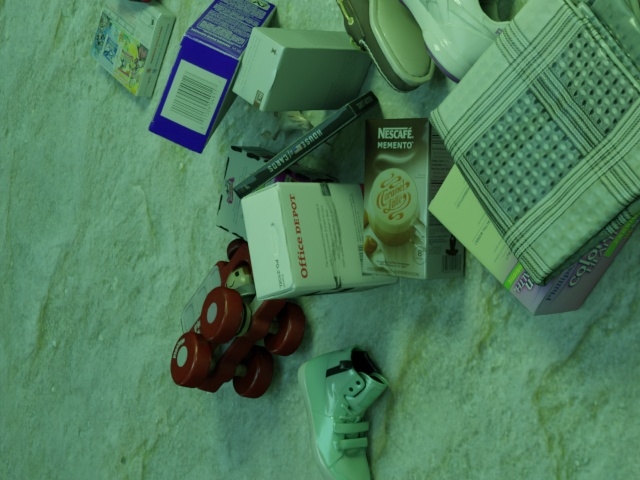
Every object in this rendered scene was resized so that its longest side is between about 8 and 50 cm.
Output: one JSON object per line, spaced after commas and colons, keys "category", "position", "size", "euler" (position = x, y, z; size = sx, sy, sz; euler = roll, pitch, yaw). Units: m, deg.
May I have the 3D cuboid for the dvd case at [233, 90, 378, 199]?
{"category": "dvd case", "position": [-0.021, -0.158, 1.831], "size": [0.238, 0.179, 0.029], "euler": [-35, 94, 20]}

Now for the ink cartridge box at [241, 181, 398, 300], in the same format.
{"category": "ink cartridge box", "position": [0.000, 0.000, 1.814], "size": [0.100, 0.237, 0.172], "euler": [-18, 79, 45]}

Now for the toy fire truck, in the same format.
{"category": "toy fire truck", "position": [-0.166, 0.131, 2.067], "size": [0.302, 0.169, 0.254], "euler": [-54, 37, 32]}

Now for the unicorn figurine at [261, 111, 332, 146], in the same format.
{"category": "unicorn figurine", "position": [-0.057, -0.220, 1.992], "size": [0.111, 0.060, 0.162], "euler": [-28, 72, 44]}

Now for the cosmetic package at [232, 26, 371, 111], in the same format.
{"category": "cosmetic package", "position": [-0.025, -0.279, 1.830], "size": [0.085, 0.231, 0.117], "euler": [37, 117, 32]}

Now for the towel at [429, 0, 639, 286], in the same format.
{"category": "towel", "position": [0.310, -0.150, 1.449], "size": [0.324, 0.056, 0.312], "euler": [-46, 59, 32]}

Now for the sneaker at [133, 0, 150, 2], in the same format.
{"category": "sneaker", "position": [-0.337, -0.624, 2.245], "size": [0.112, 0.121, 0.299], "euler": [25, 103, 6]}

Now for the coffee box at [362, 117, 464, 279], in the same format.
{"category": "coffee box", "position": [0.147, -0.067, 1.758], "size": [0.141, 0.098, 0.246], "euler": [4, 95, 46]}

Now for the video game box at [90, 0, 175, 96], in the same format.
{"category": "video game box", "position": [-0.396, -0.428, 2.348], "size": [0.205, 0.048, 0.187], "euler": [42, 118, 37]}

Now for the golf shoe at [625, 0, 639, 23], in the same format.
{"category": "golf shoe", "position": [0.340, -0.356, 1.515], "size": [0.115, 0.140, 0.306], "euler": [-25, 75, 42]}

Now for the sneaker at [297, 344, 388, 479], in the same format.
{"category": "sneaker", "position": [0.056, 0.302, 1.875], "size": [0.151, 0.094, 0.256], "euler": [-31, 71, 39]}

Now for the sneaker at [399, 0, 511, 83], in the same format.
{"category": "sneaker", "position": [0.195, -0.387, 1.706], "size": [0.152, 0.114, 0.305], "euler": [-39, 68, 25]}

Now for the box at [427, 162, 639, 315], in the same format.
{"category": "box", "position": [0.308, -0.055, 1.578], "size": [0.243, 0.117, 0.213], "euler": [49, 124, 34]}

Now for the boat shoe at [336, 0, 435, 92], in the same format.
{"category": "boat shoe", "position": [0.088, -0.361, 1.799], "size": [0.097, 0.116, 0.324], "euler": [-45, 57, 43]}

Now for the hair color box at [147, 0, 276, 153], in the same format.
{"category": "hair color box", "position": [-0.183, -0.305, 1.940], "size": [0.110, 0.339, 0.185], "euler": [25, 117, -2]}

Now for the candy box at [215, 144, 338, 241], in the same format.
{"category": "candy box", "position": [-0.082, -0.067, 2.017], "size": [0.233, 0.071, 0.159], "euler": [26, 109, 42]}
